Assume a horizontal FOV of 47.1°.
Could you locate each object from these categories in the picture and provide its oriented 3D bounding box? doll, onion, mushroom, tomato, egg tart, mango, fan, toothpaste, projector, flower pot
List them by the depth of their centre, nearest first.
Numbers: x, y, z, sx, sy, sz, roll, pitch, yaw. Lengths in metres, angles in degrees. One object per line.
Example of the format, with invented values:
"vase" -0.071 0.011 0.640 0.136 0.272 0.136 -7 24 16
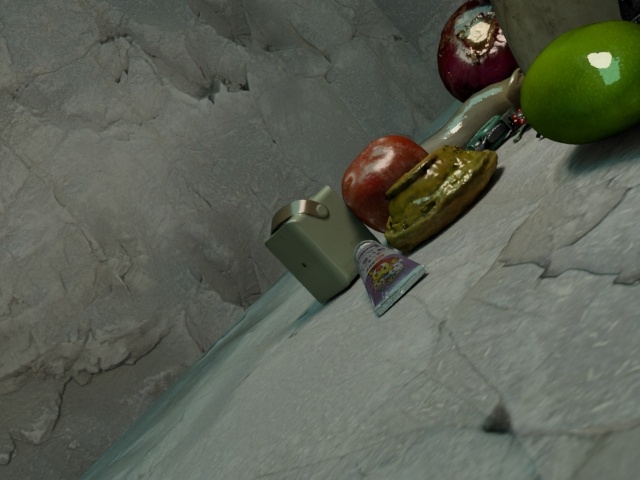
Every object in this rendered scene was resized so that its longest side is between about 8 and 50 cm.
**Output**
"mango" 0.381 -0.217 1.020 0.192 0.156 0.343 -42 5 13
"toothpaste" 0.116 0.057 1.348 0.114 0.073 0.299 -42 12 2
"egg tart" 0.229 -0.105 1.506 0.294 0.123 0.294 -41 6 5
"doll" 0.489 -0.306 1.611 0.169 0.057 0.109 -44 11 30
"flower pot" 0.522 -0.551 1.622 0.293 0.330 0.293 -28 1 1
"fan" 0.477 -0.272 1.689 0.152 0.008 0.227 -39 4 43
"tomato" 0.161 -0.131 1.720 0.232 0.232 0.188 -43 44 -14
"projector" 0.000 0.000 1.750 0.177 0.242 0.163 -47 4 -40
"mushroom" 0.379 -0.284 1.856 0.397 0.126 0.177 -40 -8 12
"onion" 0.516 -0.505 2.030 0.347 0.348 0.385 -41 -31 21

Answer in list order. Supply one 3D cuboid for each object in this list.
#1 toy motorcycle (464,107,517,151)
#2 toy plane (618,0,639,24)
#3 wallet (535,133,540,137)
"toy motorcycle" 0.393 -0.234 1.729 0.173 0.058 0.100 -46 4 -2
"toy plane" 0.653 -0.473 1.265 0.155 0.107 0.381 -6 -18 -32
"wallet" 0.532 -0.310 1.312 0.247 0.041 0.323 -46 1 -15
